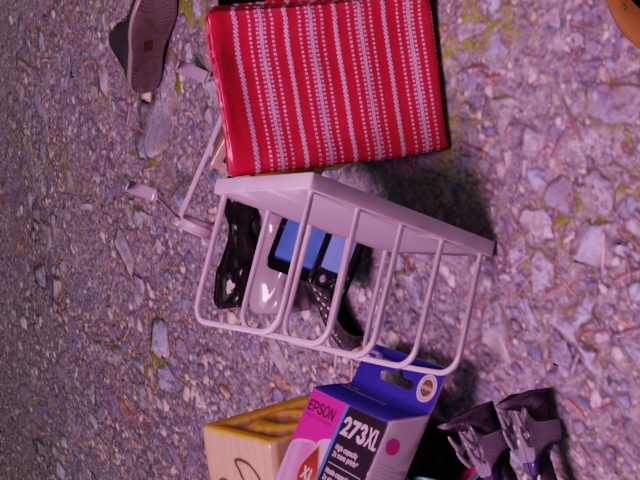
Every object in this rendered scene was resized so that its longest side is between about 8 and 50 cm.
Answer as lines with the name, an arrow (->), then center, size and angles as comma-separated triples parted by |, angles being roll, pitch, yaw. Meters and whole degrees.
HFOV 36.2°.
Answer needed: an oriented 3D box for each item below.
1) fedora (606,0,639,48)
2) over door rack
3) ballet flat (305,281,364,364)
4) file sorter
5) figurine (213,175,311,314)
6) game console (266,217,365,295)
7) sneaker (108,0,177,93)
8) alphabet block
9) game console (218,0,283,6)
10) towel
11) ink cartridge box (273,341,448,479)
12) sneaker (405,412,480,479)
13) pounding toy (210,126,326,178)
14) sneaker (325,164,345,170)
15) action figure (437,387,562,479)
fedora -> 0.334, -0.247, 0.844 | 0.194, 0.079, 0.194 | 23, 117, 55
over door rack -> -0.171, -0.141, 1.477 | 0.324, 0.108, 0.239 | 28, 95, 61
ballet flat -> 0.027, 0.095, 1.369 | 0.049, 0.057, 0.173 | -34, 73, 21
file sorter -> 0.024, 0.045, 1.132 | 0.193, 0.278, 0.173 | 2, 77, 54
figurine -> -0.093, 0.000, 1.466 | 0.215, 0.092, 0.209 | 0, 94, 62
game console -> 0.000, 0.000, 1.330 | 0.107, 0.071, 0.122 | 21, 91, 49
sneaker -> -0.318, -0.375, 1.689 | 0.118, 0.083, 0.222 | 52, 137, 33
alphabet block -> -0.032, 0.345, 1.395 | 0.192, 0.193, 0.197 | -4, 95, 52
game console -> -0.041, -0.469, 1.244 | 0.342, 0.060, 0.386 | -27, 61, 56
towel -> 0.010, -0.186, 1.143 | 0.031, 0.275, 0.198 | -161, 63, -77
ink cartridge box -> 0.018, 0.301, 1.195 | 0.176, 0.069, 0.371 | 11, 73, 59
sneaker -> 0.146, 0.338, 1.220 | 0.295, 0.124, 0.178 | 69, 152, 16
pounding toy -> -0.008, -0.149, 1.200 | 0.206, 0.181, 0.094 | -59, 14, 22
sneaker -> -0.008, -0.233, 1.270 | 0.109, 0.123, 0.295 | 14, 109, 52
action figure -> 0.245, 0.316, 1.097 | 0.185, 0.099, 0.285 | -30, 78, 43
